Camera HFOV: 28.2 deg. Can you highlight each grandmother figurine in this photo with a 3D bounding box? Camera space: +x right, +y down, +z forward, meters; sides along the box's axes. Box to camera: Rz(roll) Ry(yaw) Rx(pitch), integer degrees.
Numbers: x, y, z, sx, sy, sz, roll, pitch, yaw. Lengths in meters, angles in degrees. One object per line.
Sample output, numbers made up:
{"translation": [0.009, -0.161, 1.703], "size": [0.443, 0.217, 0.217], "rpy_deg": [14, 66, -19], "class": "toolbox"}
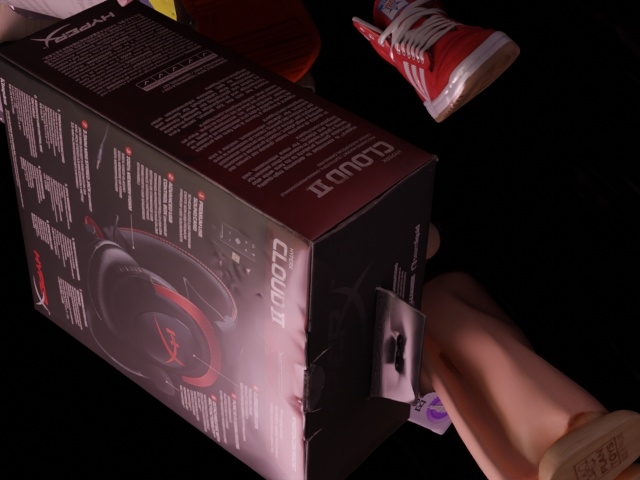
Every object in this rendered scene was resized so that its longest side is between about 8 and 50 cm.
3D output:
{"translation": [0.081, 0.051, 0.854], "size": [0.342, 0.104, 0.207], "rpy_deg": [47, 161, 45], "class": "grandmother figurine"}

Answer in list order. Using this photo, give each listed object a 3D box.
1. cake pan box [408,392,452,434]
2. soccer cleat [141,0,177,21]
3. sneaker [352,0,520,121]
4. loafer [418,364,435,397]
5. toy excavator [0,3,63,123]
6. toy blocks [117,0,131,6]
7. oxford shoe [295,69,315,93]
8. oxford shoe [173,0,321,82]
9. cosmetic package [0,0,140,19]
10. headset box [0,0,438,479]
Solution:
{"translation": [0.001, 0.060, 1.227], "size": [0.267, 0.070, 0.245], "rpy_deg": [28, -162, -36], "class": "cake pan box"}
{"translation": [-0.176, -0.264, 1.459], "size": [0.121, 0.093, 0.289], "rpy_deg": [17, 149, 29], "class": "soccer cleat"}
{"translation": [0.049, -0.090, 0.564], "size": [0.067, 0.042, 0.118], "rpy_deg": [53, 177, -1], "class": "sneaker"}
{"translation": [0.000, 0.000, 1.074], "size": [0.366, 0.130, 0.134], "rpy_deg": [54, 176, 29], "class": "loafer"}
{"translation": [-0.251, -0.213, 1.748], "size": [0.222, 0.445, 0.432], "rpy_deg": [-131, 50, -59], "class": "toy excavator"}
{"translation": [-0.205, -0.268, 0.589], "size": [0.288, 0.260, 0.309], "rpy_deg": [55, 175, 17], "class": "toy blocks"}
{"translation": [-0.097, -0.071, 1.022], "size": [0.096, 0.227, 0.083], "rpy_deg": [51, -167, 24], "class": "oxford shoe"}
{"translation": [-0.058, -0.176, 0.863], "size": [0.271, 0.097, 0.098], "rpy_deg": [93, 160, -71], "class": "oxford shoe"}
{"translation": [-0.307, -0.279, 0.877], "size": [0.385, 0.156, 0.217], "rpy_deg": [15, 174, -2], "class": "cosmetic package"}
{"translation": [-0.057, 0.008, 0.787], "size": [0.293, 0.110, 0.218], "rpy_deg": [30, 138, 30], "class": "headset box"}
